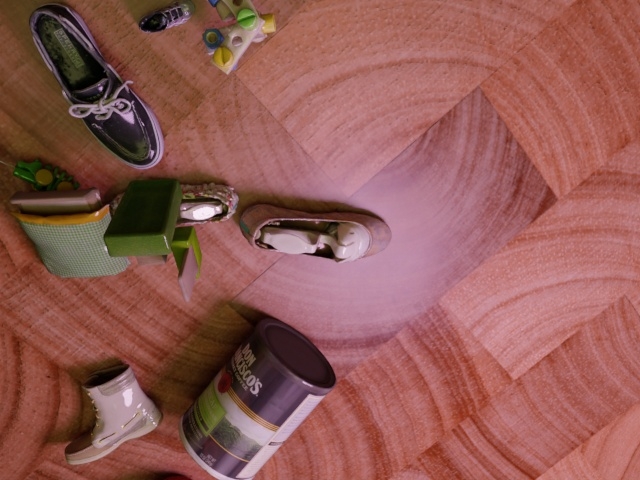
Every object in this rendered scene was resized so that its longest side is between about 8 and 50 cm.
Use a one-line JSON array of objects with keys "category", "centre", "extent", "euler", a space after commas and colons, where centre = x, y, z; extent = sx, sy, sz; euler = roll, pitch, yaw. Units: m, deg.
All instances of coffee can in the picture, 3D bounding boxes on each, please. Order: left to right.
[{"category": "coffee can", "centre": [-0.129, 0.328, 1.286], "extent": [0.202, 0.201, 0.275], "euler": [34, 103, -23]}]

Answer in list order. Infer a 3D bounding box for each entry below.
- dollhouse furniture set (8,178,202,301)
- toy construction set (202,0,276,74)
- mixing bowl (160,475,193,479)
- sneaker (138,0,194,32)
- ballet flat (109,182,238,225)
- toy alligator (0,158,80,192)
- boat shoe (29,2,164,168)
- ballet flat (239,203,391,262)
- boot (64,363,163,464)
[{"category": "dollhouse furniture set", "centre": [-0.375, 0.022, 1.065], "extent": [0.302, 0.151, 0.197], "euler": [-3, 132, 3]}, {"category": "toy construction set", "centre": [-0.066, -0.425, 0.992], "extent": [0.328, 0.151, 0.214], "euler": [-28, 92, -8]}, {"category": "mixing bowl", "centre": [-0.332, 0.606, 1.423], "extent": [0.182, 0.098, 0.181], "euler": [-5, 114, -11]}, {"category": "sneaker", "centre": [-0.251, -0.362, 1.024], "extent": [0.098, 0.069, 0.038], "euler": [-25, 117, 0]}, {"category": "ballet flat", "centre": [-0.270, -0.062, 1.150], "extent": [0.241, 0.077, 0.091], "euler": [-9, 116, -8]}, {"category": "toy alligator", "centre": [-0.488, -0.116, 1.095], "extent": [0.190, 0.056, 0.051], "euler": [33, 61, -22]}, {"category": "boat shoe", "centre": [-0.363, -0.242, 1.032], "extent": [0.113, 0.105, 0.306], "euler": [-25, 116, -1]}, {"category": "ballet flat", "centre": [0.000, 0.000, 1.221], "extent": [0.316, 0.106, 0.107], "euler": [4, 113, -15]}, {"category": "boot", "centre": [-0.458, 0.358, 1.297], "extent": [0.213, 0.077, 0.165], "euler": [-25, 117, -6]}]
